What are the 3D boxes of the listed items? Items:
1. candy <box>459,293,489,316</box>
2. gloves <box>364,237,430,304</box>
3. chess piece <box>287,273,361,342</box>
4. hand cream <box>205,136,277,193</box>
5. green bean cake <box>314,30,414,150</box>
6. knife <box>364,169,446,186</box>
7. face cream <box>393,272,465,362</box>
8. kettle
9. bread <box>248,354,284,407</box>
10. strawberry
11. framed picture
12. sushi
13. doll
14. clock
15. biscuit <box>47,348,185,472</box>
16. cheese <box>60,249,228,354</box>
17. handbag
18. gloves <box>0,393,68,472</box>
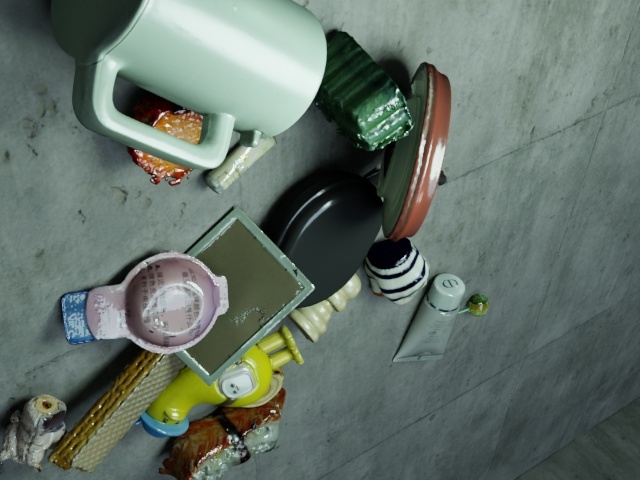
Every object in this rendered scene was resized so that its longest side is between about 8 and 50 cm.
[{"bbox_3d":[0.359,0.192,2.240,0.203,0.061,0.061,-15,137,-21],"label":"candy"},{"bbox_3d":[0.182,0.081,1.881,0.140,0.131,0.218,-36,135,-4],"label":"gloves"},{"bbox_3d":[0.014,0.131,1.815,0.170,0.094,0.094,-43,145,-12],"label":"chess piece"},{"bbox_3d":[-0.133,-0.135,1.431,0.143,0.039,0.061,-43,143,-7],"label":"hand cream"},{"bbox_3d":[0.072,-0.216,1.395,0.107,0.208,0.193,-36,142,-4],"label":"green bean cake"},{"bbox_3d":[0.169,-0.123,1.746,0.230,0.028,0.060,-1,140,-41],"label":"knife"},{"bbox_3d":[0.288,0.216,2.154,0.143,0.089,0.314,-2,134,-17],"label":"face cream"},{"bbox_3d":[-0.178,-0.250,1.112,0.318,0.205,0.265,19,106,-51],"label":"kettle"},{"bbox_3d":[-0.146,0.308,1.847,0.122,0.073,0.149,-49,143,12],"label":"bread"},{"bbox_3d":[-0.226,-0.161,1.267,0.145,0.086,0.145,-29,146,-22],"label":"strawberry"},{"bbox_3d":[-0.178,0.103,1.542,0.273,0.016,0.216,-42,103,1],"label":"framed picture"},{"bbox_3d":[-0.205,0.446,1.890,0.332,0.124,0.130,-24,133,-28],"label":"sushi"},{"bbox_3d":[-0.217,0.277,1.690,0.363,0.145,0.199,-26,131,-6],"label":"doll"},{"bbox_3d":[0.151,-0.156,1.489,0.080,0.318,0.318,11,127,-6],"label":"clock"},{"bbox_3d":[-0.346,0.278,1.570,0.378,0.054,0.094,-49,153,-16],"label":"biscuit"},{"bbox_3d":[-0.298,0.114,1.463,0.286,0.074,0.188,-10,103,-18],"label":"cheese"},{"bbox_3d":[-0.001,-0.001,1.648,0.254,0.093,0.308,-1,127,-45],"label":"handbag"},{"bbox_3d":[-0.511,0.339,1.512,0.144,0.094,0.110,-56,166,9],"label":"gloves"}]
